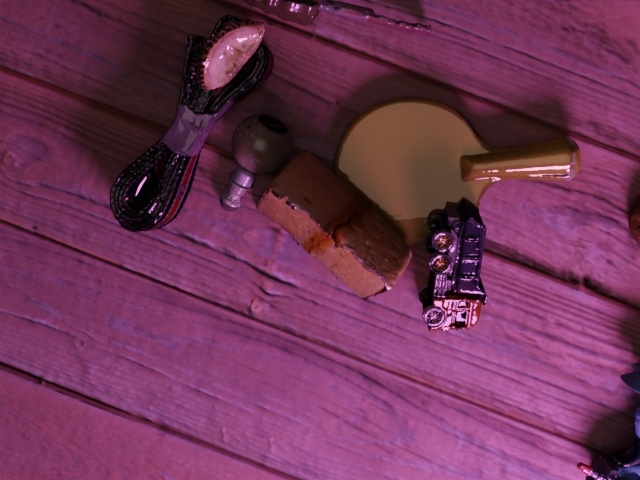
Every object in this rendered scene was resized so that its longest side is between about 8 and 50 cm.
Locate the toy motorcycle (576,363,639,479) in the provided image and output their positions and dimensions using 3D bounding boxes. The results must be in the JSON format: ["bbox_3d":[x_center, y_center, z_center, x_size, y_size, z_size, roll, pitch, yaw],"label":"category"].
[{"bbox_3d":[0.496,0.294,1.440,0.182,0.123,0.272,32,100,-10],"label":"toy motorcycle"}]

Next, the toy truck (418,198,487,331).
[{"bbox_3d":[0.200,0.040,1.426,0.092,0.083,0.192,3,113,-2],"label":"toy truck"}]

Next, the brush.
[{"bbox_3d":[0.017,-0.342,1.414,0.301,0.084,0.071,15,99,-3],"label":"brush"}]

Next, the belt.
[{"bbox_3d":[-0.197,-0.167,1.449,0.126,0.094,0.359,30,101,0],"label":"belt"}]

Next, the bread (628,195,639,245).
[{"bbox_3d":[0.509,-0.017,1.419,0.113,0.060,0.082,21,97,1],"label":"bread"}]

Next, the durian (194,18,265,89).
[{"bbox_3d":[-0.134,-0.268,1.357,0.066,0.052,0.130,41,97,-9],"label":"durian"}]

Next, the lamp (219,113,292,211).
[{"bbox_3d":[-0.108,-0.111,1.460,0.091,0.091,0.163,31,115,0],"label":"lamp"}]

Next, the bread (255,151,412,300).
[{"bbox_3d":[0.000,0.000,1.398,0.240,0.178,0.135,42,113,0],"label":"bread"}]

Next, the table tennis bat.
[{"bbox_3d":[0.200,-0.110,1.443,0.369,0.054,0.224,-6,100,10],"label":"table tennis bat"}]
